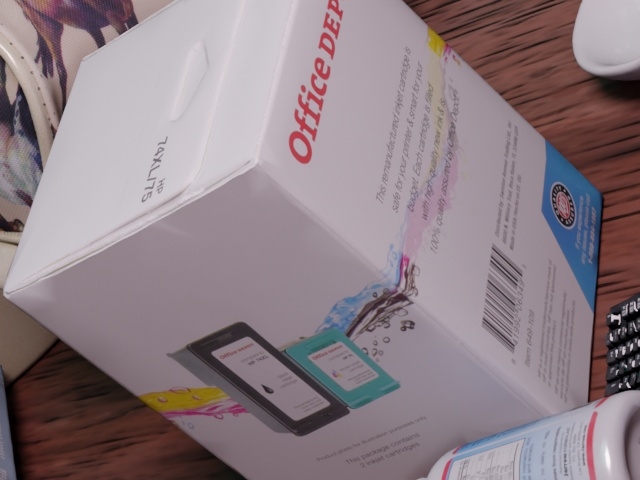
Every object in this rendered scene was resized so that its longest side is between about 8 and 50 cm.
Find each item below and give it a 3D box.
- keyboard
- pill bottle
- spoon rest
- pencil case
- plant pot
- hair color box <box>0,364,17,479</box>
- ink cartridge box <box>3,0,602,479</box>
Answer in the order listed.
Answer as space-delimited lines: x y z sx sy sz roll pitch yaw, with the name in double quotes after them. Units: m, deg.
0.187 0.033 0.968 0.180 0.023 0.108 140 144 -67 "keyboard"
0.109 0.137 0.977 0.160 0.087 0.087 -24 38 38 "pill bottle"
0.259 -0.177 1.144 0.276 0.084 0.137 -19 41 40 "spoon rest"
-0.109 -0.124 1.322 0.160 0.183 0.410 27 34 26 "pencil case"
-0.262 0.045 1.575 0.096 0.109 0.109 -26 35 14 "plant pot"
-0.311 0.214 1.370 0.185 0.113 0.374 -54 22 11 "hair color box"
0.000 0.000 1.096 0.197 0.270 0.198 -26 36 35 "ink cartridge box"
